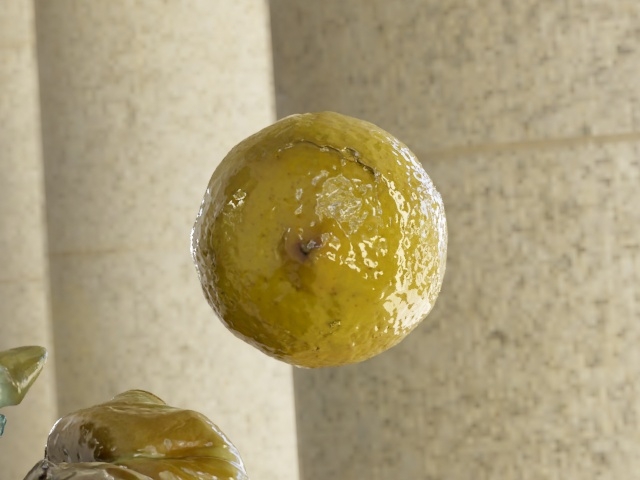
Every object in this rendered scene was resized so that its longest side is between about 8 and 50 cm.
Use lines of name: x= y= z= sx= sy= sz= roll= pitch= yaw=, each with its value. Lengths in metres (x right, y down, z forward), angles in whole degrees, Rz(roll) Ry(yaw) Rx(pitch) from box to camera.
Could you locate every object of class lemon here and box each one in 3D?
lemon: x=0.000 y=0.000 z=1.613 sx=0.293 sy=0.293 sz=0.293 roll=-4 pitch=-2 yaw=0

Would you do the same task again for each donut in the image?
donut: x=-0.177 y=0.345 z=1.718 sx=0.170 sy=0.360 sz=0.360 roll=-18 pitch=7 yaw=-36

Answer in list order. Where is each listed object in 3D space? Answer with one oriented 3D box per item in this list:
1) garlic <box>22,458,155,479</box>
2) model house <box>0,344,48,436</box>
garlic: x=-0.147 y=0.331 z=1.355 sx=0.241 sy=0.322 sz=0.322 roll=-38 pitch=-13 yaw=17
model house: x=-0.422 y=0.211 z=1.607 sx=0.325 sy=0.267 sz=0.194 roll=-33 pitch=-8 yaw=-22
